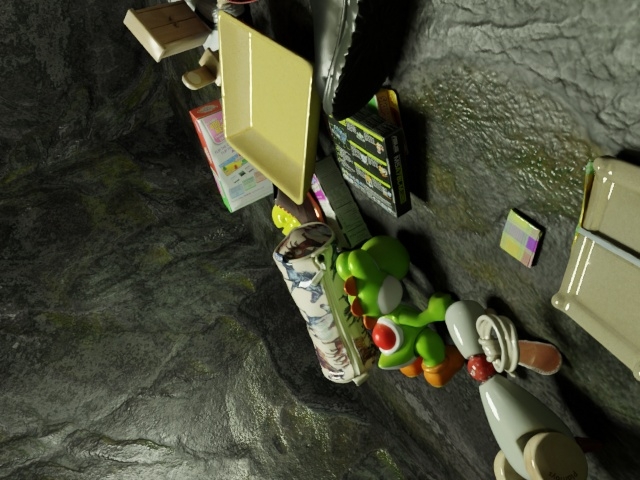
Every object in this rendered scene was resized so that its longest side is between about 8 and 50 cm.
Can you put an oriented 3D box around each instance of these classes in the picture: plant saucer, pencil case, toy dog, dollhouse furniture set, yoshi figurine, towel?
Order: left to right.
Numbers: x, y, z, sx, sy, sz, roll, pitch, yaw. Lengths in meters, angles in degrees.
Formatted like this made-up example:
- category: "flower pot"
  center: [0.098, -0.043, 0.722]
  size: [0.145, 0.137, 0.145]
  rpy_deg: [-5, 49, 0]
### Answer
- category: "dollhouse furniture set"
  center: [-0.259, -0.553, 1.014]
  size: [0.303, 0.174, 0.355]
  rpy_deg: [50, 136, -7]
- category: "plant saucer"
  center: [-0.105, -0.302, 1.057]
  size: [0.333, 0.081, 0.333]
  rpy_deg: [41, 143, 31]
- category: "pencil case"
  center: [0.021, 0.166, 1.181]
  size: [0.183, 0.160, 0.410]
  rpy_deg: [-120, 8, -67]
- category: "yoshi figurine"
  center: [0.179, 0.132, 1.026]
  size: [0.362, 0.203, 0.203]
  rpy_deg: [54, -165, -22]
- category: "towel"
  center: [0.293, -0.002, 0.688]
  size: [0.060, 0.009, 0.083]
  rpy_deg: [49, 159, 39]
- category: "toy dog"
  center: [0.344, 0.251, 0.777]
  size: [0.220, 0.161, 0.334]
  rpy_deg: [149, 107, -77]
- category: "dollhouse furniture set"
  center: [0.381, 0.055, 0.423]
  size: [0.301, 0.151, 0.198]
  rpy_deg: [-113, 24, -63]

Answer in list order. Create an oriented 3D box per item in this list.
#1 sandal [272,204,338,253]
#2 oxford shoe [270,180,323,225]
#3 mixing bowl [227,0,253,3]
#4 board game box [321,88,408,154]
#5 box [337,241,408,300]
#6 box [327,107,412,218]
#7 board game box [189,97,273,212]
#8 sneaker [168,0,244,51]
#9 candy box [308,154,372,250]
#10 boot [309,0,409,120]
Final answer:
- category: "sandal"
  center: [0.000, 0.000, 1.379]
  size: [0.126, 0.138, 0.317]
  rpy_deg: [-37, 84, 47]
- category: "oxford shoe"
  center: [-0.069, -0.093, 1.214]
  size: [0.271, 0.098, 0.097]
  rpy_deg: [65, 163, -8]
- category: "mixing bowl"
  center: [-0.142, -0.542, 0.895]
  size: [0.098, 0.181, 0.181]
  rpy_deg: [-70, -43, -72]
- category: "board game box"
  center: [0.075, -0.239, 0.922]
  size: [0.259, 0.039, 0.124]
  rpy_deg: [32, 147, 55]
- category: "box"
  center: [0.123, 0.090, 1.203]
  size: [0.156, 0.093, 0.158]
  rpy_deg: [64, 162, -9]
- category: "box"
  center: [0.089, -0.158, 0.880]
  size: [0.190, 0.045, 0.184]
  rpy_deg: [45, 159, 44]
- category: "board game box"
  center: [-0.205, -0.265, 1.355]
  size: [0.064, 0.242, 0.316]
  rpy_deg: [46, 157, 43]
- category: "sneaker"
  center: [-0.308, -0.586, 1.321]
  size: [0.366, 0.137, 0.210]
  rpy_deg: [41, 151, 43]
- category: "candy box"
  center: [0.030, -0.091, 1.225]
  size: [0.233, 0.071, 0.159]
  rpy_deg: [64, 163, -5]
- category: "boot"
  center: [0.005, -0.384, 0.709]
  size: [0.260, 0.131, 0.348]
  rpy_deg: [46, 148, 24]
